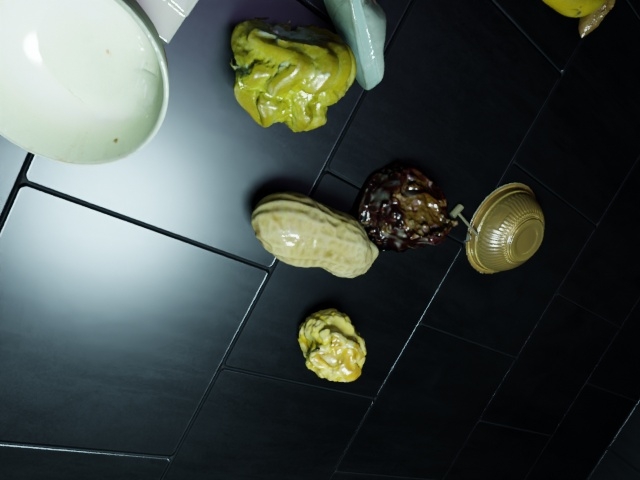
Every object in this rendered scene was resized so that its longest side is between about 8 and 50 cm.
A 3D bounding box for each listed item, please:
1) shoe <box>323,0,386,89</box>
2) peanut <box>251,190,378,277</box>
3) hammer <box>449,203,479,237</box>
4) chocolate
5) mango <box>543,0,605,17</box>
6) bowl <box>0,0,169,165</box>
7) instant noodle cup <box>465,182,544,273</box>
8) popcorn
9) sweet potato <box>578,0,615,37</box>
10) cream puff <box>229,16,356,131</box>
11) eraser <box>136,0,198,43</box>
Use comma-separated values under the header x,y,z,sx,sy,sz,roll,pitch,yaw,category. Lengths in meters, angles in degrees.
x,y,z,sx,sy,sz,roll,pitch,yaw,category
0.080,-0.412,0.920,0.100,0.103,0.251,-31,128,-13,shoe
0.000,0.000,1.033,0.325,0.140,0.153,25,125,-39,peanut
0.378,-0.046,1.273,0.110,0.019,0.035,44,86,-19,hammer
0.209,-0.056,1.098,0.224,0.177,0.206,-28,122,-18,chocolate
0.574,-0.581,1.119,0.195,0.098,0.137,-9,119,-20,mango
-0.345,-0.258,0.698,0.277,0.145,0.277,-1,130,-2,bowl
0.526,-0.015,1.342,0.274,0.091,0.273,-12,117,-24,instant noodle cup
0.031,0.243,1.140,0.170,0.180,0.180,-32,130,-54,popcorn
0.680,-0.589,1.193,0.060,0.068,0.205,5,103,-49,sweet potato
-0.045,-0.279,0.868,0.221,0.195,0.194,-6,114,-22,cream puff
-0.211,-0.452,0.751,0.124,0.081,0.279,33,93,-35,eraser
